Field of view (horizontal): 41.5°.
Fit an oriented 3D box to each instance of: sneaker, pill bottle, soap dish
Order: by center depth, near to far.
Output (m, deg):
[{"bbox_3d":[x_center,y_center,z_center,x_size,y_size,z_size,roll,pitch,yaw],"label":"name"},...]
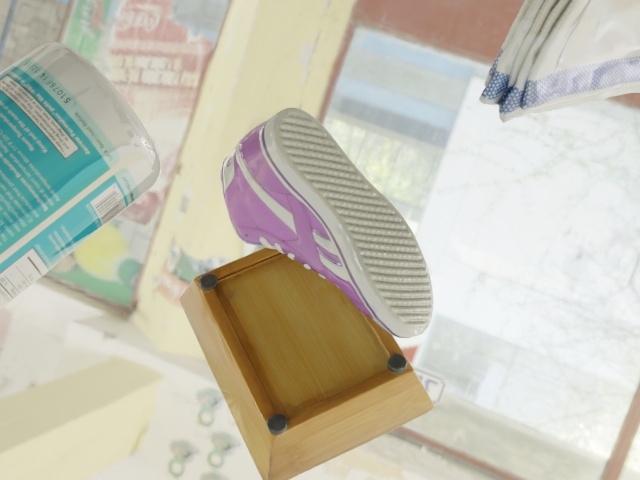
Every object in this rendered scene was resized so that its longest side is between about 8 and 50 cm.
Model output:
[{"bbox_3d":[-0.268,-0.027,0.665,0.146,0.264,0.146,42,161,18],"label":"pill bottle"},{"bbox_3d":[0.000,-0.001,0.935,0.282,0.161,0.102,55,-135,-6],"label":"sneaker"},{"bbox_3d":[-0.024,0.128,1.063,0.229,0.118,0.290,-22,-122,-14],"label":"soap dish"}]

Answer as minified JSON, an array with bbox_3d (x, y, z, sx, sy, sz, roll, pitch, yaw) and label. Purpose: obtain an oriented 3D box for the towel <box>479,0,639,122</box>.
[{"bbox_3d":[0.211,-0.188,0.436,0.209,0.285,0.034,-16,-126,-39],"label":"towel"}]
